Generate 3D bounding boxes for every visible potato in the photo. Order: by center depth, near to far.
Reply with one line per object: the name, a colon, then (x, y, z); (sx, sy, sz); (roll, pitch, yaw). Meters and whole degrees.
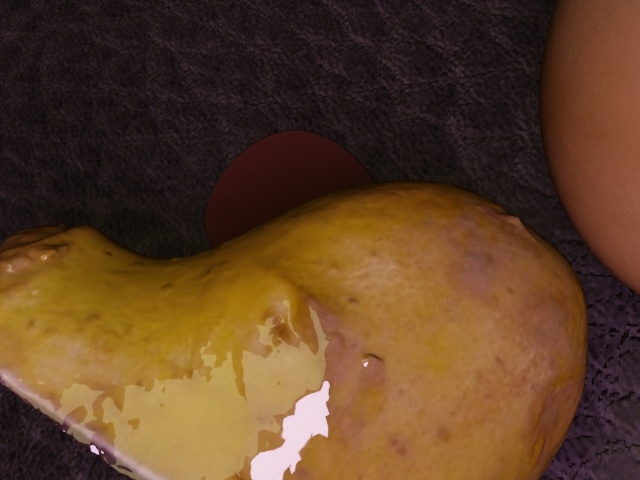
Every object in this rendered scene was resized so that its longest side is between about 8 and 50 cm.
potato: (-0.016, 0.061, 0.703); (0.397, 0.290, 0.296); (33, 78, 15)

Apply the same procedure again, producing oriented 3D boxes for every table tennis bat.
table tennis bat: (0.000, 0.000, 0.878); (0.154, 0.021, 0.274); (-46, 55, -2)

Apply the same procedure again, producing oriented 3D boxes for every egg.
egg: (0.300, -0.117, 0.638); (0.301, 0.301, 0.373); (11, 66, 27)
